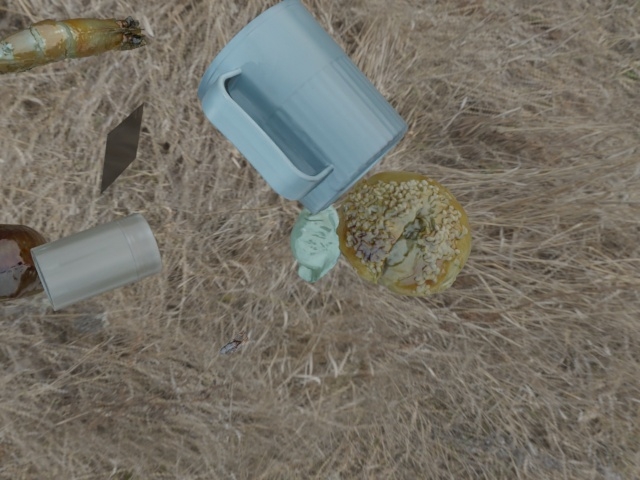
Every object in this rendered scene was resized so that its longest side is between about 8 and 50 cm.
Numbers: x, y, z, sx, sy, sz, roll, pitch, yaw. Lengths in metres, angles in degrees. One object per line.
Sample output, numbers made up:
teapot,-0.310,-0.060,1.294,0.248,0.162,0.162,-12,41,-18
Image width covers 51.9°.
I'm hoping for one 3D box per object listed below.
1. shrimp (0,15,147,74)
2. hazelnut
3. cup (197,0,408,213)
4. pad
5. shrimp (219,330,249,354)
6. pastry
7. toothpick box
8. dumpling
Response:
shrimp,-0.251,-0.194,0.664,0.180,0.099,0.041,-31,99,-43
hazelnut,-0.803,0.056,1.671,0.234,0.218,0.217,-12,93,-43
cup,-0.027,-0.233,1.175,0.257,0.331,0.311,-43,91,5
pad,-0.489,-0.231,1.627,0.004,0.243,0.163,17,120,-2
shrimp,-0.224,0.277,1.747,0.038,0.029,0.092,32,63,32
pastry,0.186,-0.026,1.474,0.316,0.184,0.284,34,80,11
toothpick box,-0.361,0.032,1.070,0.181,0.111,0.111,-22,93,-26
dumpling,0.000,0.001,1.700,0.153,0.108,0.219,3,86,18
